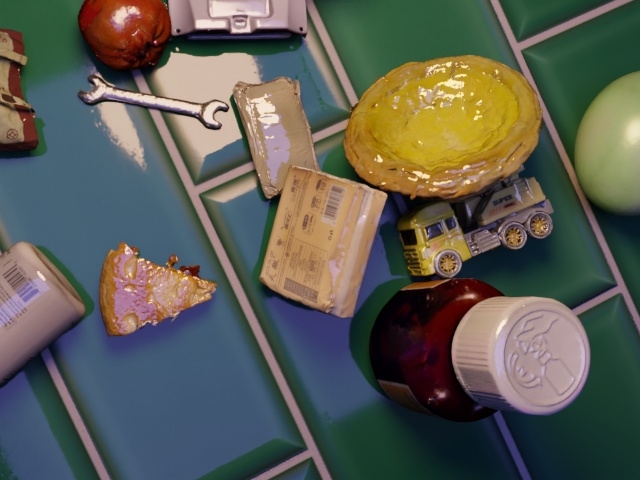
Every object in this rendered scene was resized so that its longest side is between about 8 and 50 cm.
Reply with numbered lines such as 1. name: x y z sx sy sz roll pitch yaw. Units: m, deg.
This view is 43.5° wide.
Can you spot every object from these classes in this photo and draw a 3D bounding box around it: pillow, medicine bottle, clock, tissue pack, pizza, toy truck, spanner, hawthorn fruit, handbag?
1. pillow: -0.072 -0.184 1.397 0.119 0.053 0.208 -16 91 -14
2. medicine bottle: 0.239 0.181 1.276 0.242 0.395 0.242 0 89 -16
3. clock: -0.142 -0.440 1.380 0.253 0.083 0.186 -4 89 -12
4. tissue pack: 0.000 0.000 1.324 0.090 0.186 0.222 6 100 -45
5. medicine bottle: -0.522 0.146 1.241 0.289 0.157 0.157 -41 95 -10
6. pizza: -0.270 0.079 1.342 0.194 0.069 0.154 0 87 -18
7. toy truck: 0.269 -0.041 1.422 0.272 0.124 0.157 -22 92 -12
8. spanner: -0.284 -0.238 1.377 0.254 0.015 0.054 10 86 -11
9. hawthorn fruit: -0.329 -0.362 1.317 0.148 0.148 0.172 -40 73 -10
10. handbag: -0.571 -0.241 1.250 0.235 0.127 0.213 -5 86 -33

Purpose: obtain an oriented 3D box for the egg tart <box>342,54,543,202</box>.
1. egg tart: 0.206 -0.173 1.368 0.345 0.132 0.345 -5 49 6

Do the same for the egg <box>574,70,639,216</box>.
1. egg: 0.573 -0.173 1.439 0.220 0.220 0.269 22 84 -9
